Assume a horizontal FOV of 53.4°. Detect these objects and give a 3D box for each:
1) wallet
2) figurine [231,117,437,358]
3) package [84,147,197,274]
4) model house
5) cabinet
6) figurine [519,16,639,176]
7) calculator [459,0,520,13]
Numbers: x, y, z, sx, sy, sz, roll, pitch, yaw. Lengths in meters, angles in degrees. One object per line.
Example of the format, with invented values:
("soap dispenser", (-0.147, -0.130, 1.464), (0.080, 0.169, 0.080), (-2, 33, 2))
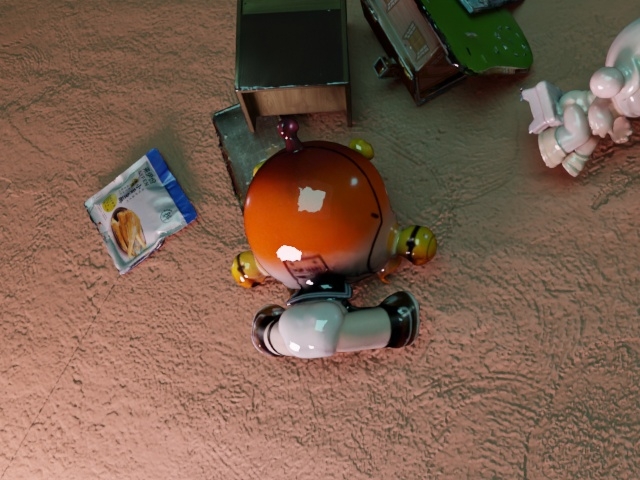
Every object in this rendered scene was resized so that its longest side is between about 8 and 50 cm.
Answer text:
("wallet", (-0.100, -0.136, 1.073), (0.122, 0.031, 0.232), (-21, 70, 5))
("figurine", (-0.001, 0.001, 0.906), (0.320, 0.196, 0.323), (-10, 80, 20))
("package", (-0.317, -0.053, 1.113), (0.173, 0.027, 0.171), (-38, 66, 6))
("model house", (0.174, -0.342, 1.015), (0.154, 0.207, 0.294), (-43, 68, 48))
("cabinet", (-0.039, -0.304, 1.036), (0.174, 0.148, 0.215), (-3, 71, 3))
("figurine", (0.403, -0.204, 0.826), (0.256, 0.182, 0.144), (-32, 41, 41))
("calculator", (0.262, -0.385, 0.985), (0.057, 0.172, 0.018), (57, 138, 6))
